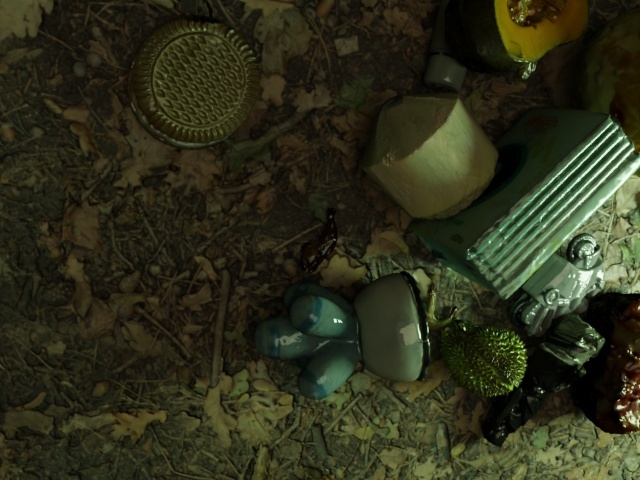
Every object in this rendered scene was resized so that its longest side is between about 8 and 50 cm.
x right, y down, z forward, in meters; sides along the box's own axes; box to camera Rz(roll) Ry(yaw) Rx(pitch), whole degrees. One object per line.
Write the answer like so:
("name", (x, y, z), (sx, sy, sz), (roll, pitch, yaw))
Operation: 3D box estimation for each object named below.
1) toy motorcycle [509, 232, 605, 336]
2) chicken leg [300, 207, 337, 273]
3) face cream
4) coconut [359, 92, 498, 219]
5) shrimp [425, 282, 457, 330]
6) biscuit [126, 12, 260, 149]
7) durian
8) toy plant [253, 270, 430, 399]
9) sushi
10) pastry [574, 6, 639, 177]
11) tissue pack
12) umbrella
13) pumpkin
("toy motorcycle", (0.543, 0.112, 1.729), (0.171, 0.110, 0.260), (38, 95, -28))
("chicken leg", (0.004, 0.003, 1.618), (0.062, 0.037, 0.145), (35, 92, -3))
("face cream", (0.293, -0.458, 1.580), (0.143, 0.089, 0.314), (19, 88, -17))
("coconut", (0.205, -0.180, 1.529), (0.239, 0.239, 0.244), (-46, 107, -2))
("shrimp", (0.263, 0.143, 1.707), (0.083, 0.023, 0.114), (-6, 107, -15))
("biscuit", (-0.242, -0.300, 1.480), (0.259, 0.079, 0.259), (-2, 100, -12))
("durian", (0.347, 0.257, 1.686), (0.198, 0.146, 0.159), (14, 88, 4))
("toy plant", (0.031, 0.189, 1.564), (0.333, 0.247, 0.247), (-6, 101, -8))
("sushi", (0.705, 0.265, 1.752), (0.197, 0.182, 0.343), (6, 101, -21))
("pastry", (0.722, -0.308, 1.586), (0.389, 0.313, 0.388), (-3, 101, -17))
("tissue pack", (0.401, -0.088, 1.561), (0.388, 0.287, 0.162), (-44, 110, -3))
("umbrella", (0.482, 0.320, 1.718), (0.113, 0.106, 0.357), (41, 105, 16))
("pumpkin", (0.399, -0.428, 1.532), (0.317, 0.139, 0.221), (-29, 105, -33))
